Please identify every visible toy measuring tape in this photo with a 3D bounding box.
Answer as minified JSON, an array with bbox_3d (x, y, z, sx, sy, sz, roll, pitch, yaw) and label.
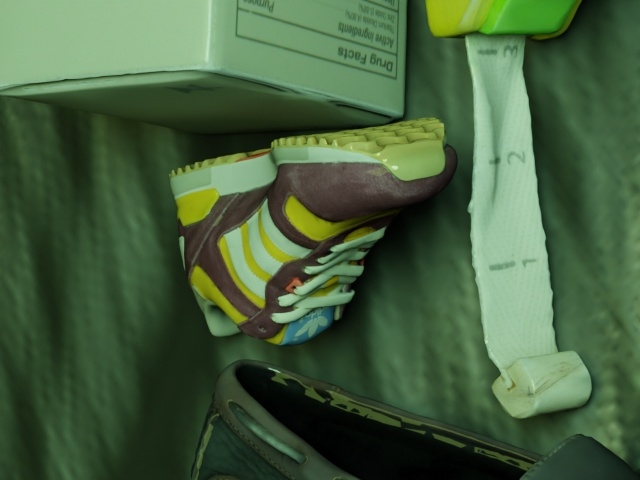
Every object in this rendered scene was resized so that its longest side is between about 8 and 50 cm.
[{"bbox_3d":[0.100,-0.098,0.638,0.121,0.121,0.330,-5,90,33],"label":"toy measuring tape"}]

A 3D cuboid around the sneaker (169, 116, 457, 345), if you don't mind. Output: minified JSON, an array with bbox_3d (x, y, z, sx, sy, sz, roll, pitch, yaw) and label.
[{"bbox_3d":[0.000,0.000,0.696,0.185,0.069,0.084,-9,91,62],"label":"sneaker"}]

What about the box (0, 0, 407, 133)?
[{"bbox_3d":[-0.044,-0.207,0.718,0.121,0.148,0.311,0,84,34],"label":"box"}]

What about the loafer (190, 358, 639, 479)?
[{"bbox_3d":[0.067,0.108,0.636,0.302,0.109,0.095,5,97,36],"label":"loafer"}]
